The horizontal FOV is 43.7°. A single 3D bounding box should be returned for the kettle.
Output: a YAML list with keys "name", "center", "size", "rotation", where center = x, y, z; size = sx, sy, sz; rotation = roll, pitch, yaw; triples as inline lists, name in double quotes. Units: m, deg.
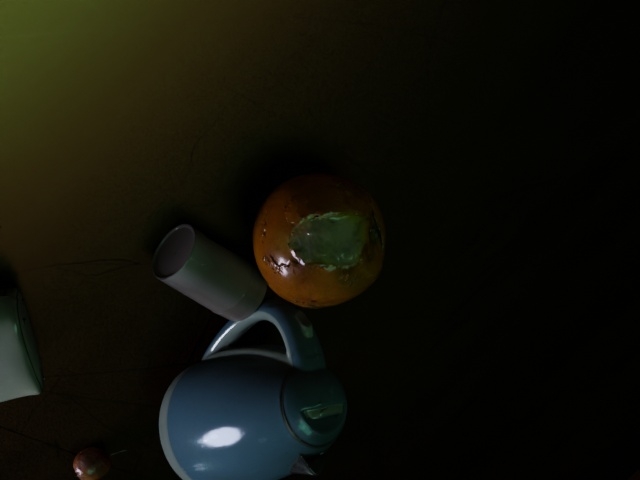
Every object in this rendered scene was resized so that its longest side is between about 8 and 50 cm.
- name: "kettle"
  center: [-0.103, 0.269, 1.419]
  size: [0.247, 0.319, 0.342]
  rotation: [-1, 163, -43]

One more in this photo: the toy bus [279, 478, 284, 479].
- name: "toy bus"
  center: [-0.170, 0.505, 1.697]
  size: [0.098, 0.114, 0.201]
  rotation: [-46, 131, 4]

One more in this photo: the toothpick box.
- name: "toothpick box"
  center: [-0.190, 0.059, 1.388]
  size: [0.111, 0.111, 0.181]
  rotation: [-48, 130, 7]

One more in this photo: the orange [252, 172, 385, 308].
- name: "orange"
  center: [0.000, 0.000, 1.372]
  size: [0.240, 0.240, 0.240]
  rotation: [-15, 127, -21]

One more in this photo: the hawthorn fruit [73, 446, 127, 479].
- name: "hawthorn fruit"
  center: [-0.425, 0.422, 1.536]
  size: [0.103, 0.067, 0.066]
  rotation: [-31, 132, -24]

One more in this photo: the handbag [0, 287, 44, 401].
- name: "handbag"
  center: [-0.609, 0.197, 1.252]
  size: [0.316, 0.109, 0.241]
  rotation: [-14, 127, -17]
